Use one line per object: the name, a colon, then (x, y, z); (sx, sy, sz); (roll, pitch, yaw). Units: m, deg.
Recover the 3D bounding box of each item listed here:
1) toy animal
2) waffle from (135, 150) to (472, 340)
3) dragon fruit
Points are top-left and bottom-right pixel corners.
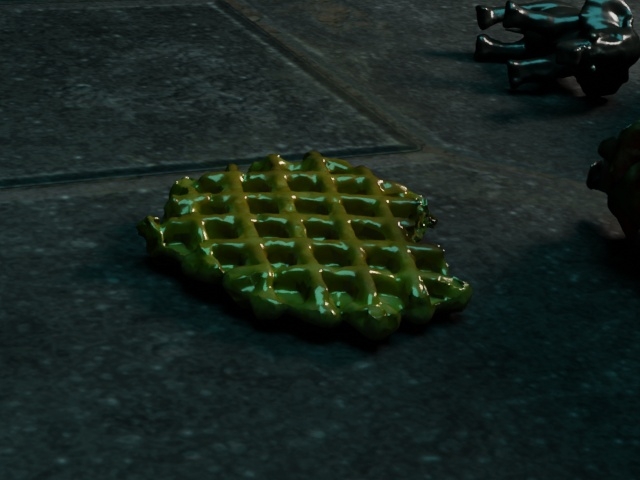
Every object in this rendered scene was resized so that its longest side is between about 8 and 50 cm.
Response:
toy animal: (0.272, -0.234, 1.809); (0.146, 0.114, 0.245); (1, 26, -14)
waffle: (0.000, -0.002, 1.311); (0.291, 0.051, 0.291); (5, 27, -3)
dragon fruit: (0.331, -0.051, 1.384); (0.182, 0.182, 0.188); (-4, 46, -25)
